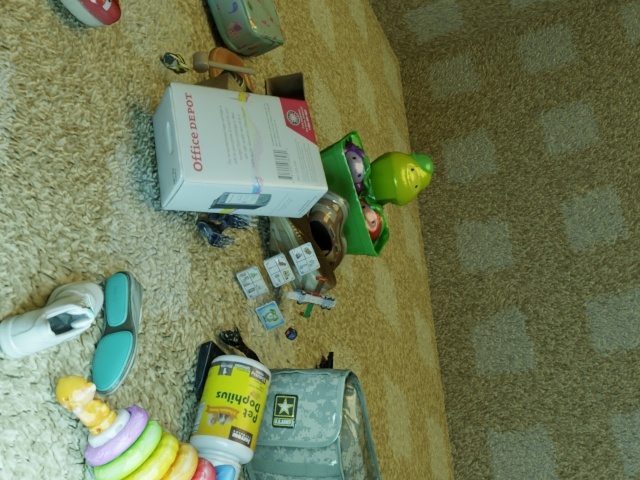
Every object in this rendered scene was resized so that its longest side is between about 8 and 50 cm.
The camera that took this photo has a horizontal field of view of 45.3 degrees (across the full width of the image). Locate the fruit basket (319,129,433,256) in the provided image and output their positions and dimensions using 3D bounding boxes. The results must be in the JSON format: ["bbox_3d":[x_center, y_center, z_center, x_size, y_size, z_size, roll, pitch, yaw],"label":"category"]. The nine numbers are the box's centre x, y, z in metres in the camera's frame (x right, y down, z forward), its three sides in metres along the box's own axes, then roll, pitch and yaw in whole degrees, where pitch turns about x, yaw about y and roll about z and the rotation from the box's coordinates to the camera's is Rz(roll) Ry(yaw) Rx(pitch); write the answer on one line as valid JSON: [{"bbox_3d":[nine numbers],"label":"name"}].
[{"bbox_3d":[0.164,-0.158,2.345,0.283,0.392,0.392,-50,123,-68],"label":"fruit basket"}]

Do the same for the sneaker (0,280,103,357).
[{"bbox_3d":[-0.352,0.107,1.089,0.212,0.094,0.080,-46,119,-69],"label":"sneaker"}]

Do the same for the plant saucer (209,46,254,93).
[{"bbox_3d":[-0.216,-0.392,1.930,0.200,0.037,0.200,-14,90,-71],"label":"plant saucer"}]

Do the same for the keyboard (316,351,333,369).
[{"bbox_3d":[0.005,0.367,2.039,0.192,0.038,0.100,-74,168,-58],"label":"keyboard"}]

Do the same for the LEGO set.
[{"bbox_3d":[-0.071,0.121,1.788,0.060,0.182,0.244,-116,-178,-55],"label":"LEGO set"}]

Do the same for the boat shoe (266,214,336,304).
[{"bbox_3d":[-0.085,-0.004,1.921,0.122,0.110,0.341,13,45,-58],"label":"boat shoe"}]

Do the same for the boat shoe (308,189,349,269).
[{"bbox_3d":[0.000,0.000,2.080,0.116,0.123,0.324,-58,161,-33],"label":"boat shoe"}]

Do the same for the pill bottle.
[{"bbox_3d":[-0.167,0.326,1.392,0.117,0.117,0.215,53,42,-49],"label":"pill bottle"}]

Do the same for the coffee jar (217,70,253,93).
[{"bbox_3d":[-0.190,-0.323,1.832,0.184,0.096,0.079,44,-1,-42],"label":"coffee jar"}]

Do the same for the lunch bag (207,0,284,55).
[{"bbox_3d":[-0.200,-0.607,2.019,0.224,0.108,0.279,68,17,-4],"label":"lunch bag"}]

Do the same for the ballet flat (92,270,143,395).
[{"bbox_3d":[-0.311,0.150,1.215,0.068,0.072,0.213,56,26,-54],"label":"ballet flat"}]

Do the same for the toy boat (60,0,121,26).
[{"bbox_3d":[-0.383,-0.493,1.348,0.151,0.151,0.231,41,39,-59],"label":"toy boat"}]

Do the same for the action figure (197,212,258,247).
[{"bbox_3d":[-0.169,-0.101,1.673,0.141,0.164,0.275,26,42,-11],"label":"action figure"}]

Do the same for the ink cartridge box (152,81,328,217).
[{"bbox_3d":[-0.162,-0.174,1.523,0.306,0.131,0.226,2,63,-29],"label":"ink cartridge box"}]

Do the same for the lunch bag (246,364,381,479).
[{"bbox_3d":[-0.029,0.387,1.525,0.169,0.235,0.287,-34,115,-59],"label":"lunch bag"}]

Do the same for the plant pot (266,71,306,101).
[{"bbox_3d":[-0.090,-0.404,2.209,0.096,0.109,0.109,65,17,-64],"label":"plant pot"}]

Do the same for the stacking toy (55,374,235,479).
[{"bbox_3d":[-0.279,0.310,1.115,0.302,0.175,0.165,55,24,-16],"label":"stacking toy"}]

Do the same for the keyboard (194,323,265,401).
[{"bbox_3d":[-0.164,0.304,1.586,0.317,0.033,0.201,58,32,-44],"label":"keyboard"}]

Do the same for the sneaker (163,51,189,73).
[{"bbox_3d":[-0.317,-0.390,1.660,0.035,0.031,0.083,67,11,17],"label":"sneaker"}]

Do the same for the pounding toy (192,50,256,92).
[{"bbox_3d":[-0.217,-0.301,1.636,0.206,0.181,0.094,51,31,-51],"label":"pounding toy"}]
